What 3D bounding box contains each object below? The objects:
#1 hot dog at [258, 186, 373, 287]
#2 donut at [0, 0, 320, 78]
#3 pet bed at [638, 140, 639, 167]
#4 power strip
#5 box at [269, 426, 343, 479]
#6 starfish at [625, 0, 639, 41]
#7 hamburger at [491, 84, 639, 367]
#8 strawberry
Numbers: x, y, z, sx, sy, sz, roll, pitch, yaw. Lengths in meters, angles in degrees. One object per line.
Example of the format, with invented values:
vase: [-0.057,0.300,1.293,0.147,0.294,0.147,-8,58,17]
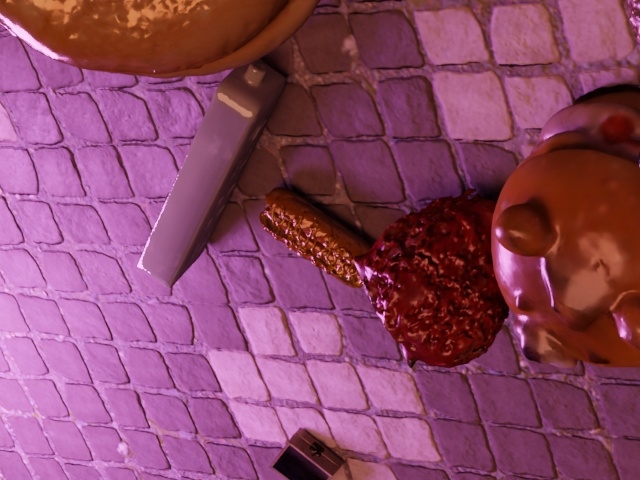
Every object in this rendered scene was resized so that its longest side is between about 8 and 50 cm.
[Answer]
hot dog: [0.000,0.000,1.952,0.165,0.045,0.071,35,136,9]
donut: [-0.176,-0.364,1.583,0.449,0.198,0.448,2,119,3]
pet bed: [0.418,-0.082,1.451,0.159,0.211,0.183,-17,110,46]
power strip: [-0.132,-0.083,1.946,0.062,0.091,0.385,35,138,4]
box: [-0.019,0.309,2.234,0.079,0.035,0.083,38,139,4]
starfish: [0.383,-0.321,1.342,0.432,0.082,0.324,-23,95,46]
hamburger: [0.293,0.010,1.607,0.276,0.237,0.276,21,133,24]
strawberry: [0.141,0.037,1.798,0.184,0.187,0.201,39,106,19]
